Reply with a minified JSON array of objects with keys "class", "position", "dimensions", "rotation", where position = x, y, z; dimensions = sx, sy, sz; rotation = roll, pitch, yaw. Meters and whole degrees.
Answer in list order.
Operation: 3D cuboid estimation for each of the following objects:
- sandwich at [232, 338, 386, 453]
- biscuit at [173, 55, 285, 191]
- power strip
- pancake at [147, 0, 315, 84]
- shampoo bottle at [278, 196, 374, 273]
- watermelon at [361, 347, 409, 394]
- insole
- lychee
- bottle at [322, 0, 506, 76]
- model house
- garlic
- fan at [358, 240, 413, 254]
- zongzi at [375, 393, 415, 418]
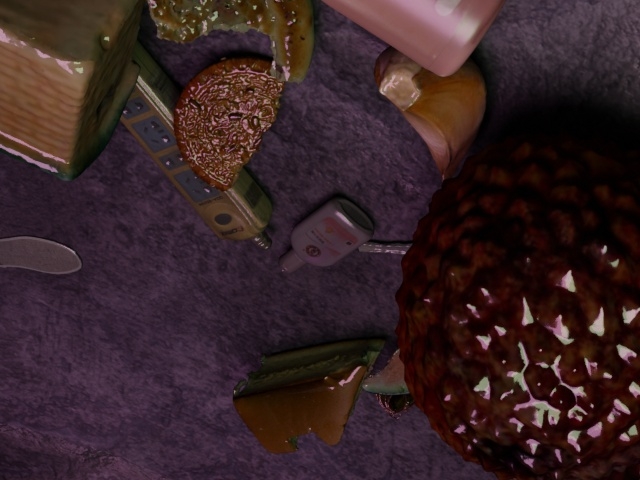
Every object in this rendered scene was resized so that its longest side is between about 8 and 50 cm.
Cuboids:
[{"class":"sandwich","position":[0.003,0.225,2.314],"dimensions":[0.235,0.122,0.128],"rotation":[-13,123,34]},{"class":"biscuit","position":[-0.128,-0.160,2.022],"dimensions":[0.126,0.025,0.206],"rotation":[23,121,-8]},{"class":"power strip","position":[-0.187,-0.125,2.107],"dimensions":[0.092,0.066,0.387],"rotation":[-18,122,40]},{"class":"pancake","position":[-0.117,-0.301,1.805],"dimensions":[0.197,0.054,0.376],"rotation":[-46,133,8]},{"class":"shampoo bottle","position":[0.000,0.000,2.156],"dimensions":[0.080,0.040,0.165],"rotation":[39,135,-16]},{"class":"watermelon","position":[0.136,0.188,2.234],"dimensions":[0.080,0.155,0.101],"rotation":[52,170,9]},{"class":"insole","position":[-0.477,0.022,2.435],"dimensions":[0.232,0.003,0.080],"rotation":[2,132,24]},{"class":"lychee","position":[0.300,0.113,1.857],"dimensions":[0.424,0.424,0.500],"rotation":[-8,103,32]},{"class":"bottle","position":[0.060,-0.317,1.697],"dimensions":[0.296,0.206,0.173],"rotation":[33,130,-5]},{"class":"model house","position":[-0.413,-0.272,1.902],"dimensions":[0.382,0.335,0.343],"rotation":[26,148,1]},{"class":"garlic","position":[0.143,-0.174,1.867],"dimensions":[0.115,0.128,0.207],"rotation":[-28,139,7]},{"class":"fan","position":[0.206,0.018,2.095],"dimensions":[0.335,0.011,0.230],"rotation":[3,133,24]},{"class":"zongzi","position":[0.113,0.240,2.313],"dimensions":[0.083,0.073,0.067],"rotation":[-16,105,35]}]
